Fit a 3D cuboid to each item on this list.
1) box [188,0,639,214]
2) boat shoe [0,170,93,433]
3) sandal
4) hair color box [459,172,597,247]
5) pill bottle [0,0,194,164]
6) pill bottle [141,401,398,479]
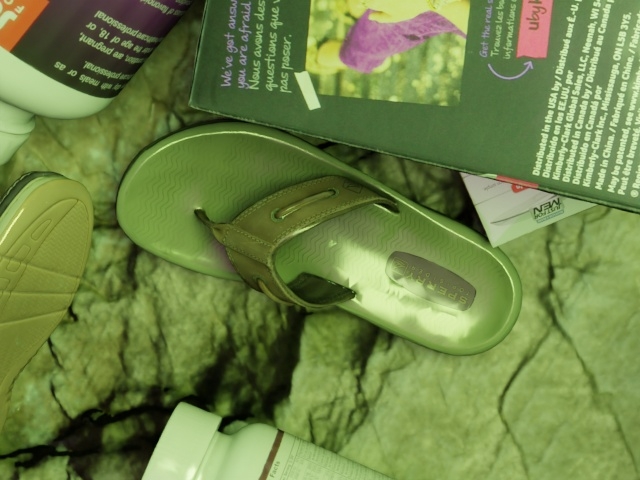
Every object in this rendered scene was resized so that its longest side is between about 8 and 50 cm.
[{"bbox_3d":[0.085,-0.116,0.644,0.270,0.165,0.143,15,101,17],"label":"box"},{"bbox_3d":[-0.264,0.067,0.824,0.092,0.103,0.285,35,106,31],"label":"boat shoe"},{"bbox_3d":[0.002,-0.001,0.785,0.302,0.086,0.120,18,104,1],"label":"sandal"},{"bbox_3d":[0.128,-0.091,0.770,0.093,0.053,0.167,-23,98,11],"label":"hair color box"},{"bbox_3d":[-0.155,-0.206,0.706,0.181,0.181,0.323,41,103,-4],"label":"pill bottle"},{"bbox_3d":[-0.023,0.209,0.818,0.221,0.121,0.121,23,104,0],"label":"pill bottle"}]
